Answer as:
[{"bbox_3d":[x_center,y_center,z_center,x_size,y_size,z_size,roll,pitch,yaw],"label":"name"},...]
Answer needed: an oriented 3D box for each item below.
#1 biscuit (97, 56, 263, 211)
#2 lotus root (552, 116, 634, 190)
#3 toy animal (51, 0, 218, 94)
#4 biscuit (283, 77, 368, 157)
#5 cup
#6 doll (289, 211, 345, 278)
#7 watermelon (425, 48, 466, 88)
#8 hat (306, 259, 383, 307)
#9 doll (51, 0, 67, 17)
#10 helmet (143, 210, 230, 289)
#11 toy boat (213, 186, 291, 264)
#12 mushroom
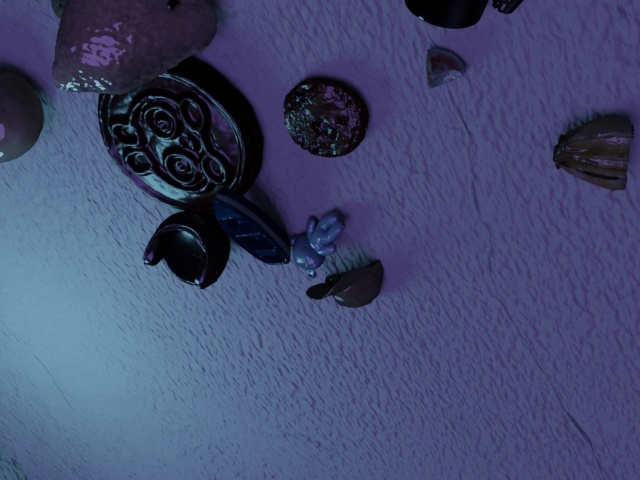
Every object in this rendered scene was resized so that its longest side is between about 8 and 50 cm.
[{"bbox_3d":[-0.330,-0.235,1.816,0.407,0.091,0.408,13,133,15],"label":"biscuit"},{"bbox_3d":[0.518,-0.175,1.498,0.144,0.070,0.143,10,137,11],"label":"lotus root"},{"bbox_3d":[-0.399,-0.425,1.596,0.358,0.188,0.227,-28,105,2],"label":"toy animal"},{"bbox_3d":[0.009,-0.258,1.671,0.191,0.049,0.192,11,127,15],"label":"biscuit"},{"bbox_3d":[0.261,-0.453,1.316,0.239,0.166,0.177,21,137,8],"label":"cup"},{"bbox_3d":[0.003,0.001,1.886,0.179,0.075,0.120,-43,61,29],"label":"doll"},{"bbox_3d":[0.232,-0.321,1.506,0.085,0.061,0.085,20,135,21],"label":"watermelon"},{"bbox_3d":[0.061,0.132,1.896,0.166,0.173,0.144,-22,110,38],"label":"hat"},{"bbox_3d":[-0.507,-0.511,1.679,0.150,0.078,0.115,-15,132,20],"label":"doll"},{"bbox_3d":[-0.319,0.023,1.953,0.189,0.193,0.216,22,143,10],"label":"helmet"},{"bbox_3d":[-0.164,-0.034,1.857,0.096,0.062,0.299,-3,150,29],"label":"toy boat"},{"bbox_3d":[-0.780,-0.302,1.918,0.226,0.178,0.227,1,101,3],"label":"mushroom"}]
